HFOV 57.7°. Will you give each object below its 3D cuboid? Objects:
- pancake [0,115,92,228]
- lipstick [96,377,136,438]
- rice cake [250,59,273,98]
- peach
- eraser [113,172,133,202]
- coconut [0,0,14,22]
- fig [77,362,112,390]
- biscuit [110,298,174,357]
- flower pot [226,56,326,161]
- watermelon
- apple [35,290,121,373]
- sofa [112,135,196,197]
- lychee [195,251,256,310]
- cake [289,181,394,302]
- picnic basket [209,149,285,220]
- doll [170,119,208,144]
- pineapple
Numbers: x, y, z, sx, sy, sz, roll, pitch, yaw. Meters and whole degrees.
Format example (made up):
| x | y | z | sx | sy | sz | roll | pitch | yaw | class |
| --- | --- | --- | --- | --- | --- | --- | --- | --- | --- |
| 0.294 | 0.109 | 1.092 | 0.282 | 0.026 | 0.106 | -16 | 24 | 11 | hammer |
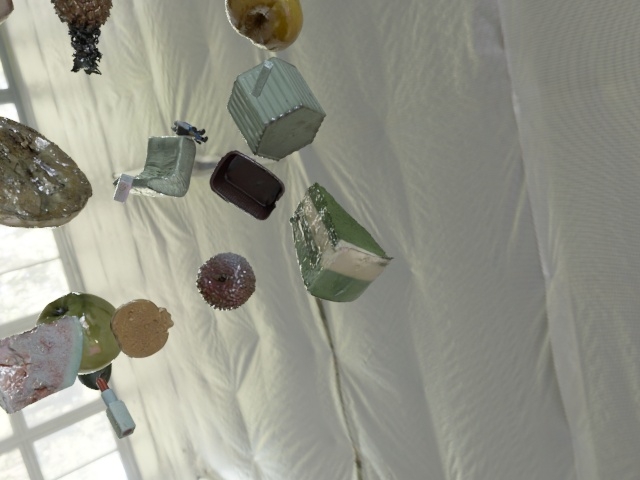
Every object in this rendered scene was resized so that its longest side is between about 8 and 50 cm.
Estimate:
| x | y | z | sx | sy | sz | roll | pitch | yaw | class |
| --- | --- | --- | --- | --- | --- | --- | --- | --- | --- |
| -0.749 | -0.170 | 1.402 | 0.082 | 0.386 | 0.387 | -45 | -114 | 24 | pancake |
| -0.388 | 0.306 | 1.085 | 0.129 | 0.030 | 0.030 | 49 | -52 | 27 | lipstick |
| -0.136 | -0.368 | 1.334 | 0.022 | 0.022 | 0.121 | 34 | -31 | -6 | rice cake |
| -0.164 | -0.684 | 1.734 | 0.251 | 0.153 | 0.251 | 26 | -19 | 9 | peach |
| -0.578 | -0.153 | 1.702 | 0.083 | 0.038 | 0.019 | -66 | -155 | 19 | eraser |
| -0.867 | -0.596 | 1.398 | 0.224 | 0.233 | 0.225 | 16 | -70 | 52 | coconut |
| -0.782 | 0.436 | 2.047 | 0.117 | 0.117 | 0.178 | 25 | -91 | 47 | fig |
| -0.493 | 0.237 | 1.609 | 0.050 | 0.170 | 0.171 | 12 | -64 | 58 | biscuit |
| -0.126 | -0.363 | 1.633 | 0.190 | 0.209 | 0.239 | 60 | -35 | 19 | flower pot |
| -0.778 | 0.321 | 1.532 | 0.232 | 0.309 | 0.193 | -108 | 180 | -82 | watermelon |
| -0.743 | 0.284 | 1.812 | 0.262 | 0.262 | 0.263 | 29 | -52 | 45 | apple |
| -0.559 | -0.261 | 1.974 | 0.210 | 0.176 | 0.226 | 8 | -96 | 37 | sofa |
| -0.257 | 0.110 | 1.574 | 0.165 | 0.165 | 0.197 | 59 | -1 | 17 | lychee |
| -0.002 | -0.004 | 1.338 | 0.284 | 0.172 | 0.158 | 50 | -64 | 22 | cake |
| -0.295 | -0.242 | 2.421 | 0.296 | 0.129 | 0.223 | 34 | -70 | -6 | picnic basket |
| -0.548 | -0.446 | 2.388 | 0.195 | 0.070 | 0.096 | 18 | -42 | 30 | doll |
| -0.737 | -0.702 | 1.809 | 0.202 | 0.201 | 0.363 | 18 | -68 | 50 | pineapple |
